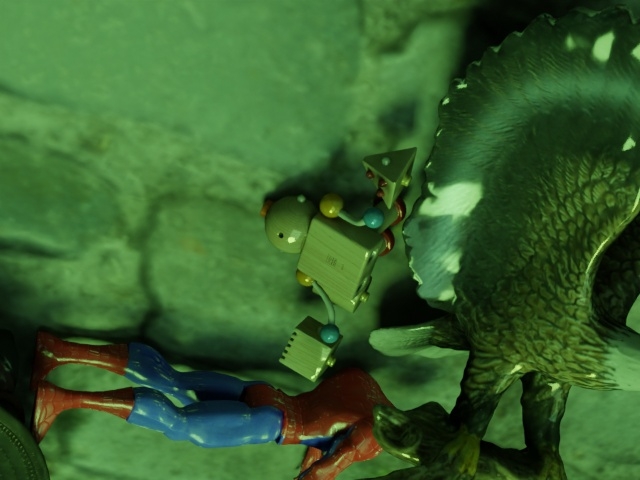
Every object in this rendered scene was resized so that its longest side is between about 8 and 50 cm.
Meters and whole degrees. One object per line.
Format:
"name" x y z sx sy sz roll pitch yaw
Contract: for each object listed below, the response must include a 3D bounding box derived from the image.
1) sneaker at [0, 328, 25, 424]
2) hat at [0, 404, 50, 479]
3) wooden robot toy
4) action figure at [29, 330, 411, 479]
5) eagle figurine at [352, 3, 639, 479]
"sneaker" -0.274 0.073 0.704 0.162 0.106 0.281 -25 141 4
"hat" -0.298 0.225 0.678 0.331 0.134 0.331 -16 141 -13
"wooden robot toy" 0.000 0.000 0.734 0.079 0.076 0.173 28 127 11
"action figure" -0.060 0.144 0.811 0.280 0.091 0.139 6 121 -16
"eagle figurine" 0.158 0.022 0.705 0.225 0.226 0.298 23 100 10
